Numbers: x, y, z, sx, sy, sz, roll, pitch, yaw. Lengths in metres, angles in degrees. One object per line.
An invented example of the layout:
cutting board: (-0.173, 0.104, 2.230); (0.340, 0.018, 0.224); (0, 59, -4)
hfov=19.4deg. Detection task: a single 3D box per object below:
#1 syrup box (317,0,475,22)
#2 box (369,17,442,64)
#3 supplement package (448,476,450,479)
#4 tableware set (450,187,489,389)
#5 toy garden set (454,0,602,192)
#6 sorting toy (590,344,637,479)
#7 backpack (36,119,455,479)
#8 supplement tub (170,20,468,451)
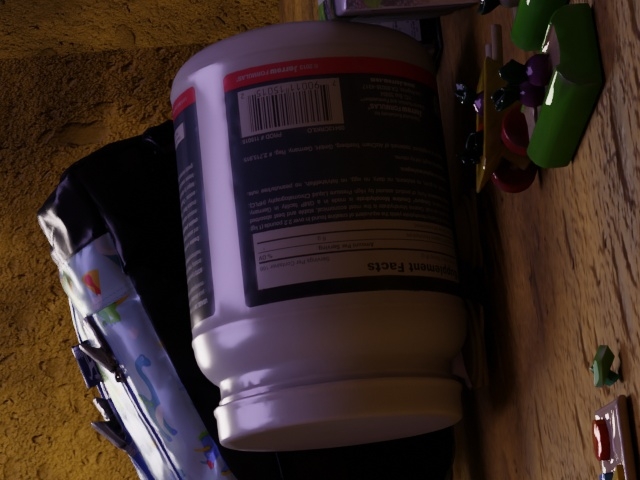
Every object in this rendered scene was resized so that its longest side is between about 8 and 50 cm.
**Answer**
syrup box: (0.049, -0.202, 1.302); (0.237, 0.096, 0.093); (-122, 28, -85)
box: (0.038, -0.257, 1.584); (0.242, 0.077, 0.307); (96, 169, -74)
supplement package: (0.005, 0.193, 1.761); (0.262, 0.198, 0.199); (91, 172, -60)
tableware set: (0.104, 0.042, 1.376); (0.168, 0.020, 0.141); (115, 148, -81)
toy garden set: (0.093, -0.153, 1.006); (0.204, 0.049, 0.244); (95, 170, -71)
sorting toy: (0.139, 0.094, 0.904); (0.062, 0.012, 0.083); (97, 167, -76)
backpack: (-0.044, 0.096, 1.486); (0.355, 0.290, 0.273); (55, 139, 14)
supplement tub: (0.000, 0.000, 1.304); (0.191, 0.191, 0.272); (100, 165, -77)
